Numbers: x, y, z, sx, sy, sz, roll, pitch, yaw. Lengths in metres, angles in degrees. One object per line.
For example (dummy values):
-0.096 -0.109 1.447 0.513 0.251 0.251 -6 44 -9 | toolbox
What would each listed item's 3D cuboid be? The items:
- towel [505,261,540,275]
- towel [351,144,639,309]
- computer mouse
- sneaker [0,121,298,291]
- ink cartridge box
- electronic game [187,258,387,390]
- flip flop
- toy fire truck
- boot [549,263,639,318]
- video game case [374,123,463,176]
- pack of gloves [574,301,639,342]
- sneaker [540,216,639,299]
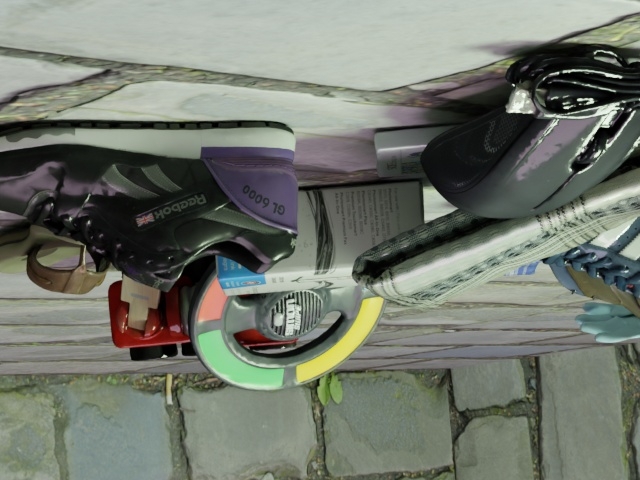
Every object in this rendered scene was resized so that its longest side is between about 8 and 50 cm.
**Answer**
0.118 0.044 2.386 0.336 0.040 0.243 -5 173 2 | towel
0.205 -0.011 1.649 0.324 0.056 0.312 -24 169 8 | towel
0.169 -0.067 1.389 0.188 0.072 0.272 -3 167 -27 | computer mouse
-0.152 -0.022 1.426 0.283 0.124 0.107 -2 172 -13 | sneaker
0.000 0.000 1.819 0.203 0.086 0.148 -4 172 0 | ink cartridge box
-0.032 0.069 1.986 0.229 0.229 0.048 -1 -145 -25 | electronic game
-0.253 0.018 1.825 0.112 0.080 0.277 0 171 -31 | flip flop
-0.136 0.058 2.053 0.217 0.158 0.246 -4 -177 3 | toy fire truck
0.336 0.038 2.103 0.106 0.082 0.219 1 140 46 | boot
0.125 -0.078 1.566 0.157 0.019 0.143 -5 172 2 | video game case
0.424 0.063 2.231 0.232 0.046 0.195 -7 -143 16 | pack of gloves
0.333 0.020 1.926 0.350 0.148 0.131 -4 172 -2 | sneaker
